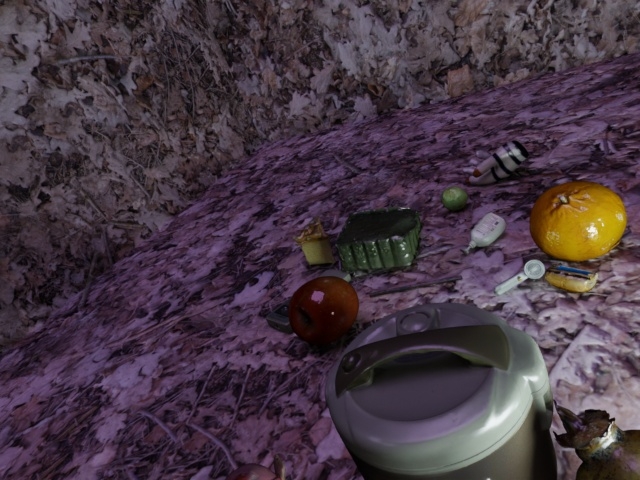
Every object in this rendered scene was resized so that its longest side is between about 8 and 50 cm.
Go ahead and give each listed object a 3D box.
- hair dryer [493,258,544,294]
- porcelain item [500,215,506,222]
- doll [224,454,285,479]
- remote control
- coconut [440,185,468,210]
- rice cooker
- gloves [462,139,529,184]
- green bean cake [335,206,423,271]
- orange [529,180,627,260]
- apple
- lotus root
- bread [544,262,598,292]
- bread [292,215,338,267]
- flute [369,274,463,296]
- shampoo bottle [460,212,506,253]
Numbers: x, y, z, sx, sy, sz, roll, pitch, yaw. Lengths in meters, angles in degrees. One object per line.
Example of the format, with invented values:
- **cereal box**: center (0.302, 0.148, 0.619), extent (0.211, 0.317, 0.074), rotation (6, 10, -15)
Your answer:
- **hair dryer**: center (0.490, 0.095, 1.248), extent (0.137, 0.047, 0.082), rotation (-36, -14, 16)
- **porcelain item**: center (0.522, -0.045, 1.528), extent (0.083, 0.028, 0.036), rotation (-26, 27, -3)
- **doll**: center (-0.065, 0.460, 0.744), extent (0.152, 0.255, 0.196), rotation (-42, -8, 18)
- **remote control**: center (-0.033, 0.176, 1.548), extent (0.285, 0.038, 0.124), rotation (-37, 28, -28)
- **coconut**: center (0.459, -0.143, 1.720), extent (0.088, 0.096, 0.087), rotation (-18, 62, 37)
- **rice cooker**: center (0.195, 0.281, 0.800), extent (0.336, 0.325, 0.335), rotation (-19, 25, 9)
- **gloves**: center (0.624, -0.266, 1.801), extent (0.218, 0.131, 0.140), rotation (-45, 14, 32)
- **green bean cake**: center (0.195, -0.006, 1.609), extent (0.255, 0.131, 0.241), rotation (-7, 24, 21)
- **orange**: center (0.642, -0.052, 1.262), extent (0.220, 0.193, 0.219), rotation (-11, 43, 10)
- **apple**: center (0.008, 0.186, 1.343), extent (0.181, 0.180, 0.169), rotation (-3, 9, 37)
- **lotus root**: center (0.412, 0.320, 0.637), extent (0.154, 0.278, 0.154), rotation (-36, -11, -8)
- **bread**: center (0.585, 0.090, 1.180), extent (0.072, 0.053, 0.106), rotation (-13, 16, -39)
- **bread**: center (0.000, 0.000, 1.743), extent (0.127, 0.147, 0.152), rotation (-6, 33, 28)
- **flute**: center (0.265, 0.130, 1.415), extent (0.270, 0.014, 0.014), rotation (-14, 26, 19)
- **shampoo bottle**: center (0.473, -0.013, 1.474), extent (0.152, 0.045, 0.077), rotation (-42, 52, -16)
